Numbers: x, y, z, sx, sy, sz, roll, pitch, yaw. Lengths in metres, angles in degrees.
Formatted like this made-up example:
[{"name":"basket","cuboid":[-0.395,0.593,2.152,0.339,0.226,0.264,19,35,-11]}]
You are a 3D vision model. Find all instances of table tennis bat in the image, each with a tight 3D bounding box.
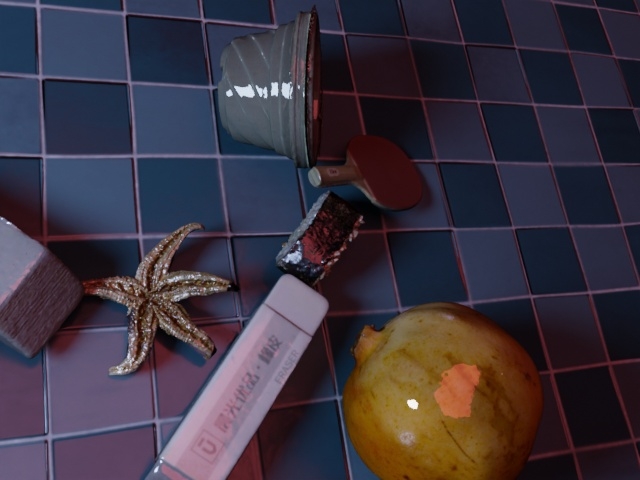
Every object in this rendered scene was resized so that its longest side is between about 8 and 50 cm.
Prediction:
[{"name":"table tennis bat","cuboid":[0.073,-0.103,1.035,0.246,0.022,0.138,-8,67,-47]}]

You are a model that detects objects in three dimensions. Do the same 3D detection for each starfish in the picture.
[{"name":"starfish","cuboid":[-0.224,0.072,0.877,0.237,0.057,0.213,7,70,0]}]

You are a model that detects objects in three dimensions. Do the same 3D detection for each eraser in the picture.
[{"name":"eraser","cuboid":[-0.456,-0.004,0.790,0.352,0.077,0.111,32,61,-1]},{"name":"eraser","cuboid":[-0.107,0.201,0.864,0.089,0.061,0.352,35,61,-5]}]

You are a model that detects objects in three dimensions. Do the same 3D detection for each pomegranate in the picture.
[{"name":"pomegranate","cuboid":[0.152,0.198,0.859,0.264,0.264,0.265,8,67,-18]}]

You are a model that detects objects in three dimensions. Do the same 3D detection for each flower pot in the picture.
[{"name":"flower pot","cuboid":[-0.068,-0.220,0.979,0.140,0.235,0.236,4,66,4]}]

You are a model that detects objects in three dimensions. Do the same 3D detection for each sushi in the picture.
[{"name":"sushi","cuboid":[0.000,0.000,0.972,0.078,0.090,0.150,40,59,-7]}]
